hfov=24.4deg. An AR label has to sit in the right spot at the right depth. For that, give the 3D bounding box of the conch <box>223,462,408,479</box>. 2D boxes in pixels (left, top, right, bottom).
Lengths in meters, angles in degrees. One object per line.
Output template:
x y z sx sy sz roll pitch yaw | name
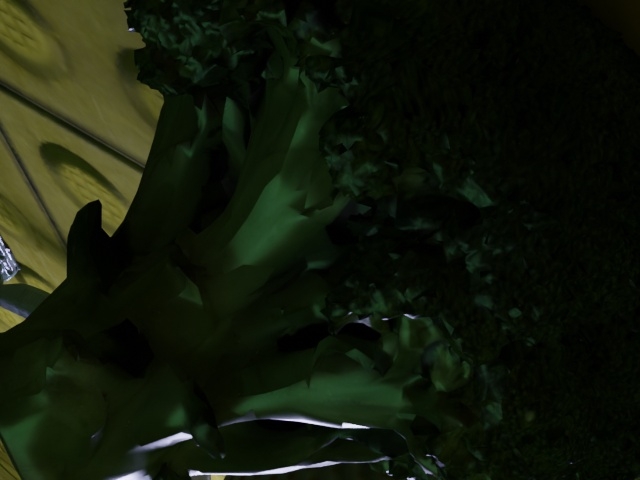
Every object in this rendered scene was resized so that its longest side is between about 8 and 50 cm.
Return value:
0.065 0.256 1.008 0.303 0.215 0.319 35 162 -13 | conch

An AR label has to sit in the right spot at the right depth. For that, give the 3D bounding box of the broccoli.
0.000 0.000 0.541 0.270 0.270 0.270 60 176 8 | broccoli

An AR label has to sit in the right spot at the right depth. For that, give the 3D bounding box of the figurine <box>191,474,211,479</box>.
-0.160 0.223 1.508 0.086 0.094 0.082 -13 87 32 | figurine

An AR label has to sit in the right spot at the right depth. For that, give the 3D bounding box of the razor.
-0.227 0.067 1.336 0.278 0.056 0.111 30 155 28 | razor
